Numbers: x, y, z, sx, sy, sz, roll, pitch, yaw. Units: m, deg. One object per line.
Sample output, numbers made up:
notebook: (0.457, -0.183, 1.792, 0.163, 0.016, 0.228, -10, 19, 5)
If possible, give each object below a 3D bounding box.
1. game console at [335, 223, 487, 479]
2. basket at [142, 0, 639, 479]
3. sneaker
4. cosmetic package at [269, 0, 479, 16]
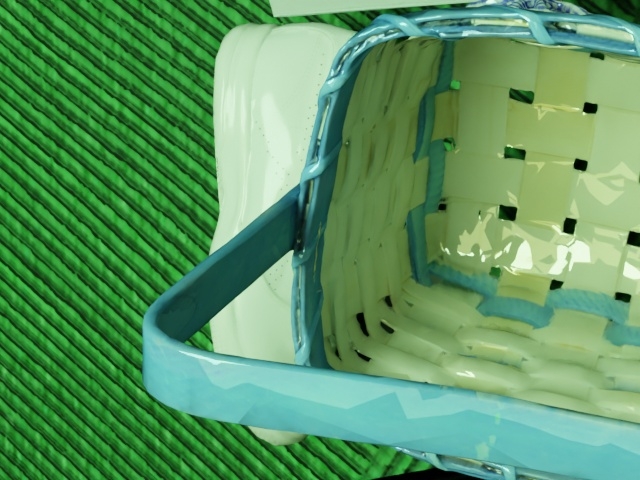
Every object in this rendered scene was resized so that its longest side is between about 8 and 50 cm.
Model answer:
game console: (0.050, 0.076, 0.866, 0.213, 0.044, 0.361, -15, 93, 34)
basket: (0.092, 0.012, 0.648, 0.255, 0.289, 0.201, 10, 117, 12)
sneaker: (0.000, 0.000, 0.814, 0.094, 0.080, 0.212, 2, 101, 20)
cosmetic package: (0.108, -0.244, 0.658, 0.377, 0.097, 0.284, 1, 123, 37)
